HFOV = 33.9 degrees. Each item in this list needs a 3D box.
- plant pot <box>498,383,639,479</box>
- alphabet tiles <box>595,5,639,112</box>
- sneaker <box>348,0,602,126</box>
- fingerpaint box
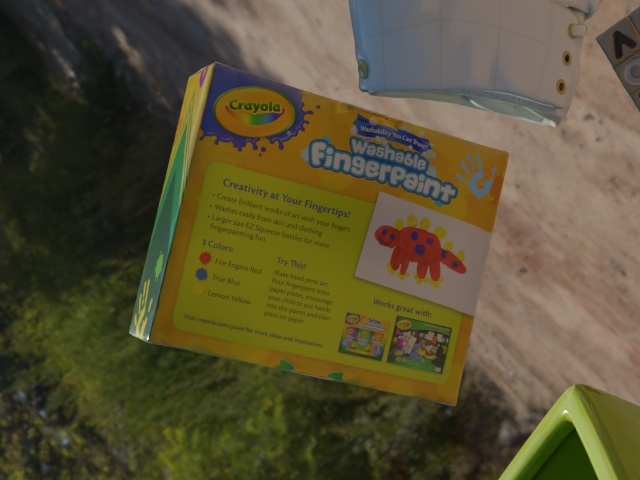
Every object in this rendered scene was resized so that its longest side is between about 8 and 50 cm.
[{"bbox_3d":[0.205,0.254,0.604,0.207,0.228,0.227,17,-149,-17],"label":"plant pot"},{"bbox_3d":[0.411,-0.236,1.084,0.198,0.237,0.009,48,-169,-29],"label":"alphabet tiles"},{"bbox_3d":[0.141,-0.153,0.603,0.108,0.292,0.169,-165,67,-68],"label":"sneaker"},{"bbox_3d":[0.000,0.000,1.453,0.444,0.371,0.163,14,176,-20],"label":"fingerpaint box"}]
